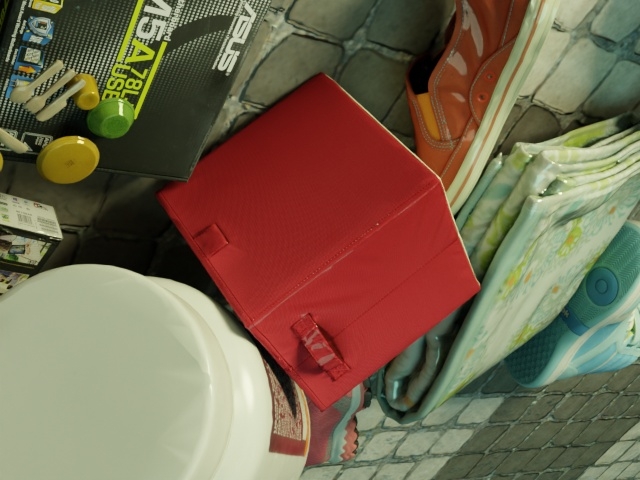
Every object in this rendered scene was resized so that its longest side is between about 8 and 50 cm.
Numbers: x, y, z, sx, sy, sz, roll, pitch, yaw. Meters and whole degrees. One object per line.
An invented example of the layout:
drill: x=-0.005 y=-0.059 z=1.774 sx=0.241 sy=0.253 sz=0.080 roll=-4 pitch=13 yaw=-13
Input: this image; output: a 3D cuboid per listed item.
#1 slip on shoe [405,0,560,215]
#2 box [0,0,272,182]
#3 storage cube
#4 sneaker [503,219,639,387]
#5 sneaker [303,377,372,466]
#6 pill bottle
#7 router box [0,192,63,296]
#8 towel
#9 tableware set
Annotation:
slip on shoe: x=0.127 y=-0.135 z=0.801 sx=0.101 sy=0.123 sz=0.331 roll=18 pitch=140 yaw=2
box: x=-0.155 y=-0.137 z=0.650 sx=0.184 sy=0.045 sz=0.190 roll=8 pitch=129 yaw=-34
storage cube: x=0.000 y=0.000 z=0.772 sx=0.193 sy=0.215 sz=0.183 roll=-37 pitch=141 yaw=-4
sneaker: x=0.414 y=0.084 z=1.196 sx=0.208 sy=0.127 sz=0.319 roll=-2 pitch=142 yaw=-29
sneaker: x=-0.022 y=0.201 z=1.043 sx=0.136 sy=0.116 sz=0.313 roll=-16 pitch=139 yaw=-16
pill bottle: x=-0.140 y=0.157 z=0.736 sx=0.224 sy=0.224 sz=0.392 roll=-29 pitch=163 yaw=-2
router box: x=-0.326 y=0.010 z=0.695 sx=0.179 sy=0.046 sz=0.133 roll=19 pitch=122 yaw=-44
towel: x=0.238 y=0.029 z=0.979 sx=0.321 sy=0.090 sz=0.374 roll=-18 pitch=143 yaw=-43
tableware set: x=-0.219 y=-0.070 z=0.635 sx=0.154 sy=0.024 sz=0.104 roll=-37 pitch=144 yaw=9
